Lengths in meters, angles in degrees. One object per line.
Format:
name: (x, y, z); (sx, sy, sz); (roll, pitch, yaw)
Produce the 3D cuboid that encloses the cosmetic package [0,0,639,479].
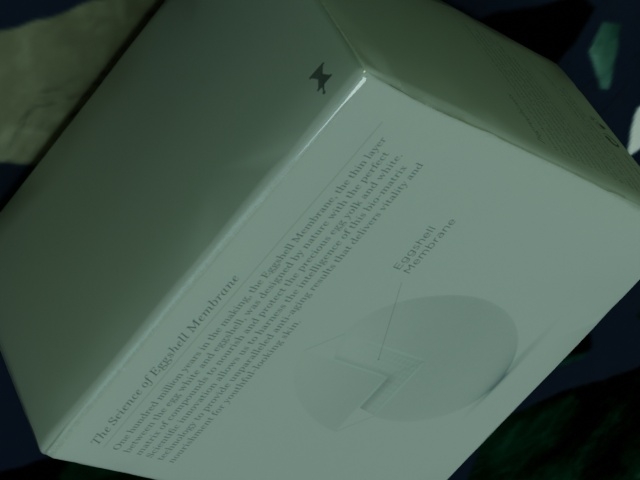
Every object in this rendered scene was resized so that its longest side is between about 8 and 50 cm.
cosmetic package: (0.000, 0.000, 0.848); (0.224, 0.138, 0.224); (21, 118, -44)
